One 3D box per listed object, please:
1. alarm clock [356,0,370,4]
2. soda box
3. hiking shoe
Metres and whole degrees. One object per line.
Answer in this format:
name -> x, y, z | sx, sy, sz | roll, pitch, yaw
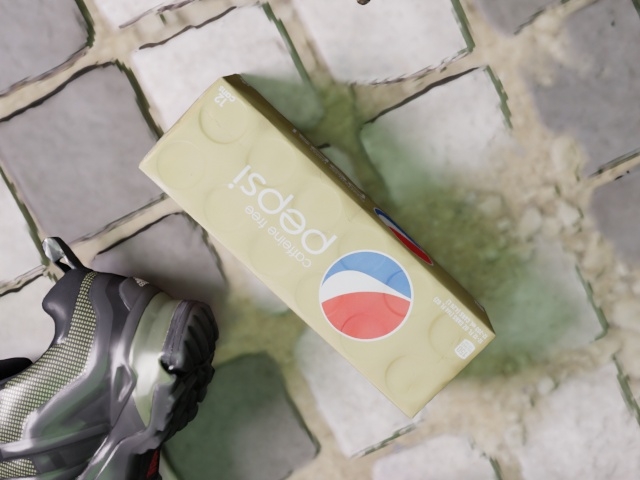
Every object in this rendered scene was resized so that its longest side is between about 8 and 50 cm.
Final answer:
alarm clock -> -0.043, -0.197, 0.493 | 0.192, 0.064, 0.129 | 25, 101, -4
soda box -> 0.000, 0.000, 0.531 | 0.181, 0.058, 0.061 | 43, 100, -6
hiking shoe -> -0.141, 0.115, 0.557 | 0.114, 0.086, 0.227 | 27, 95, 11
